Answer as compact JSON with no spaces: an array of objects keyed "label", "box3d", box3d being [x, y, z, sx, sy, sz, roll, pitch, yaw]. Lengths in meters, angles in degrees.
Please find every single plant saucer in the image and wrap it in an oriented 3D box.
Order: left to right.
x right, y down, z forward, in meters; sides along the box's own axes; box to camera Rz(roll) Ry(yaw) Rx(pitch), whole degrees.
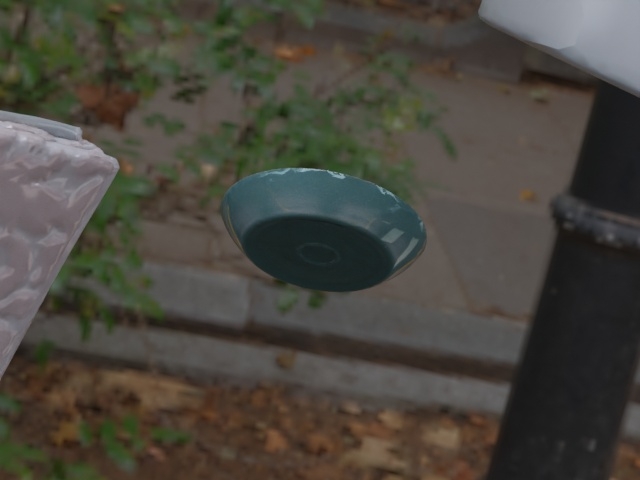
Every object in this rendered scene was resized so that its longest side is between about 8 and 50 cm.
[{"label":"plant saucer","box3d":[0.000,0.000,0.944,0.119,0.119,0.021,12,61,-1]}]

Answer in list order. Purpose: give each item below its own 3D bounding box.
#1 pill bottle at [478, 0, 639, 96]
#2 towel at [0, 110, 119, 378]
[{"label":"pill bottle","box3d":[0.234,-0.228,0.683,0.224,0.392,0.224,25,10,-5]},{"label":"towel","box3d":[-0.317,0.041,0.944,0.332,0.317,0.053,12,27,-45]}]
